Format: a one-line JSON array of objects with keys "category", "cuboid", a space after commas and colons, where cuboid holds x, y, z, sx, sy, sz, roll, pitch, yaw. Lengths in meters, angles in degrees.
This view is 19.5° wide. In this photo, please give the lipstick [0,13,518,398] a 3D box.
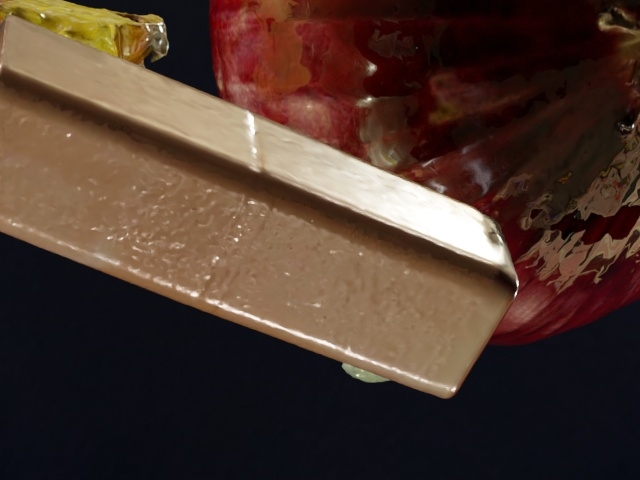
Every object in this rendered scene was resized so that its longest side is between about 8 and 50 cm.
[{"category": "lipstick", "cuboid": [-0.022, -0.008, 0.485, 0.145, 0.045, 0.045, 22, -153, -18]}]

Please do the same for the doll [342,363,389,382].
[{"category": "doll", "cuboid": [0.000, 0.000, 1.012, 0.214, 0.103, 0.071, 40, -146, 22]}]

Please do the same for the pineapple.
[{"category": "pineapple", "cuboid": [-0.138, -0.078, 0.869, 0.116, 0.137, 0.069, 55, -169, -6]}]

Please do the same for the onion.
[{"category": "onion", "cuboid": [0.054, -0.093, 0.784, 0.273, 0.285, 0.273, -12, -72, -42]}]
